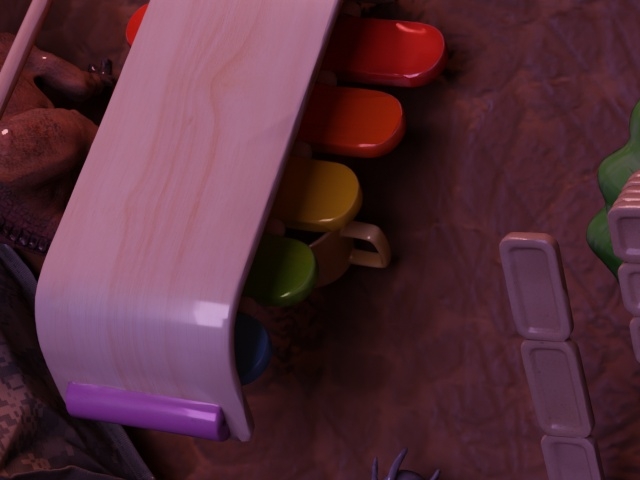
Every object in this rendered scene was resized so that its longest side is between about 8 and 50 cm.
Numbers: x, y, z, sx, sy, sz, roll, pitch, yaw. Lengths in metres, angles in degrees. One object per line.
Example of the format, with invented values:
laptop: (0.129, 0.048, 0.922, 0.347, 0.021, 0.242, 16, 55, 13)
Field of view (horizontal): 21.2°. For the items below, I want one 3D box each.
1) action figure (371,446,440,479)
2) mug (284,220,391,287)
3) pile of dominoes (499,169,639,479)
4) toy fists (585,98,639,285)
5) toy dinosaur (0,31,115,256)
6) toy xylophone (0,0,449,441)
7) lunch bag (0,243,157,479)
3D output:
action figure: (0.016, 0.254, 0.948, 0.185, 0.099, 0.285, 12, 86, 40)
mug: (-0.004, 0.001, 1.002, 0.062, 0.064, 0.078, -38, 56, -8)
pile of dominoes: (0.202, 0.084, 0.837, 0.196, 0.040, 0.251, 2, 122, 30)
toy fists: (0.256, -0.065, 0.846, 0.142, 0.096, 0.279, 47, 109, 10)
toy dinosaur: (-0.209, -0.066, 1.058, 0.127, 0.200, 0.295, -49, 64, 16)
toy xylophone: (-0.081, -0.053, 0.970, 0.236, 0.081, 0.322, 15, 66, 25)
lunch bag: (-0.278, 0.123, 1.099, 0.235, 0.169, 0.287, -50, 55, 20)
